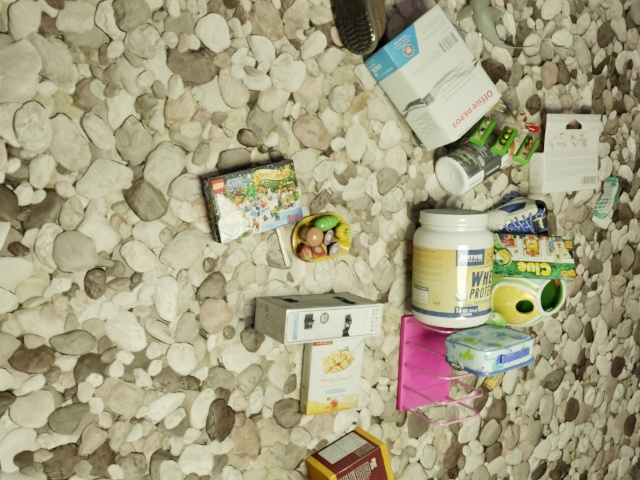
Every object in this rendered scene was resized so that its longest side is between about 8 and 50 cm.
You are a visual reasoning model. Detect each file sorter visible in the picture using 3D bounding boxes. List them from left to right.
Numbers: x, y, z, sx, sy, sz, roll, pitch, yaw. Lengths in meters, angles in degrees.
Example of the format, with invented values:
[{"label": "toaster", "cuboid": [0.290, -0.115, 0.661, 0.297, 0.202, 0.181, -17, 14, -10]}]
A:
[{"label": "file sorter", "cuboid": [0.368, 0.376, 1.857, 0.202, 0.182, 0.290, -2, 98, -33]}]

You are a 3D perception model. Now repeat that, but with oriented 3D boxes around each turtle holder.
[{"label": "turtle holder", "cuboid": [0.607, 0.155, 1.949, 0.321, 0.227, 0.243, -2, 98, -34]}]

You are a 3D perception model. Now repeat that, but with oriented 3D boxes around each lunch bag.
[{"label": "lunch bag", "cuboid": [0.459, 0.297, 1.690, 0.219, 0.176, 0.090, -8, 100, -34]}]

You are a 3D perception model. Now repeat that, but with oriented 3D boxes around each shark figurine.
[{"label": "shark figurine", "cuboid": [0.520, -0.645, 1.852, 0.166, 0.116, 0.278, -49, 117, -16]}]

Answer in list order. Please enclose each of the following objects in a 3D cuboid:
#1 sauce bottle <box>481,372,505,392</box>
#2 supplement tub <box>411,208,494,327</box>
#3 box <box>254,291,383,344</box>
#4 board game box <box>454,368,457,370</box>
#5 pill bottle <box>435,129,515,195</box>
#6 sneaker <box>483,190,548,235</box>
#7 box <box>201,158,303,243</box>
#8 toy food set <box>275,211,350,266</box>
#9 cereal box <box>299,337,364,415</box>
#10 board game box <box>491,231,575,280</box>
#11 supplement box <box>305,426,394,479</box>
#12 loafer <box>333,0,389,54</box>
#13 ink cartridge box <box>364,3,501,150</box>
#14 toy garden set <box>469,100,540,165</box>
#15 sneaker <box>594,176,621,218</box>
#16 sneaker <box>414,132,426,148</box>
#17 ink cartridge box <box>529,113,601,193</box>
[{"label": "sauce bottle", "cuboid": [0.591, 0.450, 2.094, 0.128, 0.042, 0.042, -47, 118, -20]}, {"label": "supplement tub", "cuboid": [0.378, 0.072, 1.793, 0.229, 0.228, 0.316, -5, 100, -32]}, {"label": "box", "cuboid": [-0.003, 0.194, 1.602, 0.290, 0.169, 0.087, 0, 97, -33]}, {"label": "board game box", "cuboid": [0.519, 0.357, 2.043, 0.186, 0.026, 0.126, 1, 96, -33]}, {"label": "pill bottle", "cuboid": [0.470, -0.242, 1.864, 0.246, 0.130, 0.130, -32, 113, -25]}, {"label": "sneaker", "cuboid": [0.594, -0.050, 1.941, 0.316, 0.182, 0.127, -37, 113, -23]}, {"label": "box", "cuboid": [-0.162, -0.099, 1.532, 0.233, 0.044, 0.159, -18, 107, -29]}, {"label": "toy food set", "cuboid": [0.000, 0.000, 1.633, 0.218, 0.071, 0.128, -14, 104, -30]}, {"label": "cereal box", "cuboid": [0.034, 0.350, 1.717, 0.173, 0.047, 0.240, 0, 99, -32]}, {"label": "board game box", "cuboid": [0.624, 0.047, 1.859, 0.260, 0.030, 0.136, 3, 73, -5]}, {"label": "supplement box", "cuboid": [0.090, 0.668, 1.752, 0.194, 0.129, 0.191, -23, 108, -28]}, {"label": "loafer", "cuboid": [0.091, -0.664, 1.581, 0.130, 0.134, 0.365, -40, 129, -47]}, {"label": "ink cartridge box", "cuboid": [0.305, -0.435, 1.690, 0.223, 0.129, 0.307, -43, 101, -21]}, {"label": "toy garden set", "cuboid": [0.530, -0.345, 1.834, 0.203, 0.244, 0.049, -52, 162, -33]}, {"label": "sneaker", "cuboid": [1.069, -0.148, 2.304, 0.076, 0.065, 0.166, 32, 81, -36]}, {"label": "sneaker", "cuboid": [0.341, -0.338, 1.815, 0.192, 0.064, 0.086, -39, 126, -24]}, {"label": "ink cartridge box", "cuboid": [0.834, -0.297, 2.128, 0.297, 0.066, 0.260, -6, 100, -32]}]
